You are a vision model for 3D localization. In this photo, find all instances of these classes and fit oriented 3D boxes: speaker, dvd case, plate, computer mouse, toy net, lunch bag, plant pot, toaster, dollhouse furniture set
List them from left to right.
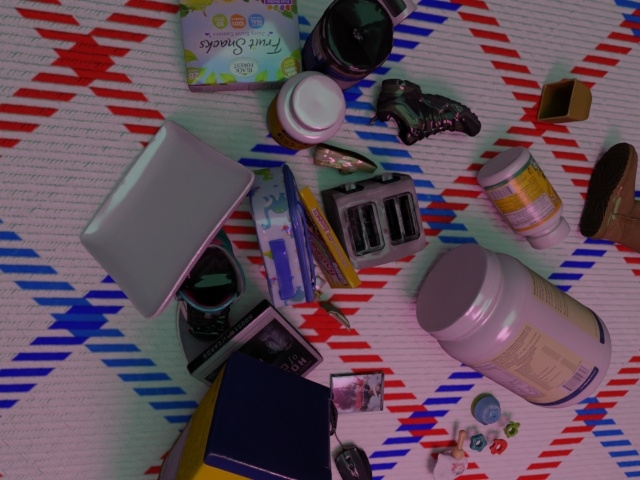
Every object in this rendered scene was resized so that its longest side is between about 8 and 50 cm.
[{"bbox_3d":[-0.261,-0.045,0.799,0.278,0.277,0.045,-54,146,-3],"label":"plate"},{"bbox_3d":[-0.111,0.231,0.889,0.179,0.029,0.239,-41,135,-6],"label":"dvd case"},{"bbox_3d":[-0.065,-0.003,0.809,0.090,0.176,0.219,-10,127,-2],"label":"lunch bag"},{"bbox_3d":[0.014,0.109,0.944,0.151,0.076,0.059,41,84,-13],"label":"dollhouse furniture set"},{"bbox_3d":[0.050,0.442,0.998,0.071,0.041,0.242,-27,105,-5],"label":"computer mouse"},{"bbox_3d":[0.079,0.329,1.015,0.119,0.013,0.087,1,96,-14],"label":"dvd case"},{"bbox_3d":[0.103,-0.034,0.932,0.167,0.110,0.186,-15,99,-11],"label":"toaster"},{"bbox_3d":[0.127,-0.492,0.917,0.055,0.055,0.136,-41,104,-6],"label":"speaker"},{"bbox_3d":[0.345,0.469,1.080,0.232,0.045,0.122,-44,105,-4],"label":"toy net"},{"bbox_3d":[0.542,-0.295,1.027,0.083,0.081,0.082,10,93,-24],"label":"plant pot"}]

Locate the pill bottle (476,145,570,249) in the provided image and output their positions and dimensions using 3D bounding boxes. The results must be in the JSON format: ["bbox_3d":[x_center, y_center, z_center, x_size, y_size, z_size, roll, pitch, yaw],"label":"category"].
[{"bbox_3d":[0.438,-0.085,1.002,0.117,0.117,0.208,-41,103,-6],"label":"pill bottle"}]

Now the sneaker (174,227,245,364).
[{"bbox_3d":[-0.200,0.121,0.840,0.123,0.178,0.296,0,96,-13],"label":"sneaker"}]

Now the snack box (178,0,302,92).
[{"bbox_3d":[-0.143,-0.366,0.854,0.206,0.070,0.175,-5,96,-8],"label":"snack box"}]

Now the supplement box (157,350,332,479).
[{"bbox_3d":[-0.147,0.398,0.802,0.195,0.194,0.357,26,119,-15],"label":"supplement box"}]

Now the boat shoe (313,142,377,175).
[{"bbox_3d":[0.048,-0.155,0.942,0.135,0.050,0.045,15,116,-18],"label":"boat shoe"}]

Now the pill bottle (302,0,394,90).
[{"bbox_3d":[0.035,-0.331,0.827,0.122,0.219,0.123,-2,97,-13],"label":"pill bottle"}]

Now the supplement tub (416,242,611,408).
[{"bbox_3d":[0.383,0.170,0.956,0.324,0.235,0.236,32,88,-14],"label":"supplement tub"}]

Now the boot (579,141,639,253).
[{"bbox_3d":[0.758,-0.082,1.100,0.269,0.089,0.236,12,104,-14],"label":"boot"}]

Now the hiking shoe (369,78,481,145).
[{"bbox_3d":[0.213,-0.243,0.961,0.226,0.086,0.114,19,105,-9],"label":"hiking shoe"}]

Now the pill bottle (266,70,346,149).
[{"bbox_3d":[-0.026,-0.224,0.826,0.117,0.215,0.118,-1,96,-13],"label":"pill bottle"}]

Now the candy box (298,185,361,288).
[{"bbox_3d":[0.000,0.000,0.903,0.027,0.105,0.206,-31,96,-19],"label":"candy box"}]
